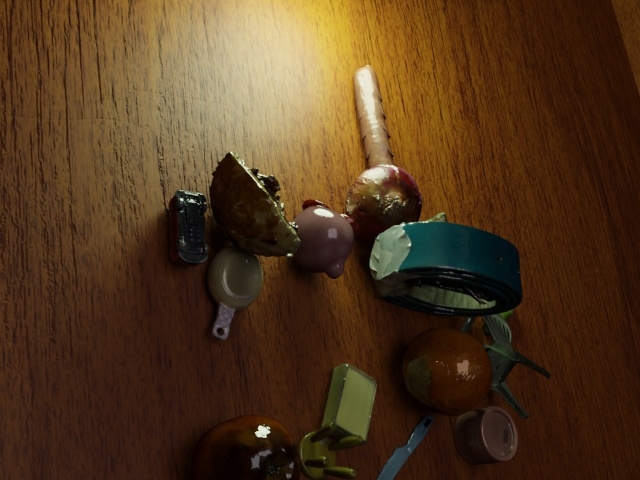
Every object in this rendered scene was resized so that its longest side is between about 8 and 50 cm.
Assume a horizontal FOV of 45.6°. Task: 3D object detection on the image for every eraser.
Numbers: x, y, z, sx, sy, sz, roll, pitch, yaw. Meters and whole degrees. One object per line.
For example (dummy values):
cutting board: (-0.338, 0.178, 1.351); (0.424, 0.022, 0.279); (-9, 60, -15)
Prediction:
eraser: (0.070, 0.403, 1.868); (0.117, 0.058, 0.172); (35, 50, -28)

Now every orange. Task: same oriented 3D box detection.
orange: (0.329, 0.342, 1.993); (0.240, 0.240, 0.239); (17, 62, -34)

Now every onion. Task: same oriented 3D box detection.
onion: (0.188, -0.097, 2.089); (0.230, 0.163, 0.229); (2, 85, -24)

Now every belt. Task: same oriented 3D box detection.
belt: (0.344, 0.088, 2.066); (0.437, 0.300, 0.173); (18, 59, -22)

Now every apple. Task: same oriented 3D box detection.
apple: (-0.150, 0.468, 1.561); (0.230, 0.230, 0.229); (17, 62, -34)

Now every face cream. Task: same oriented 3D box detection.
face cream: (0.456, 0.538, 2.098); (0.149, 0.104, 0.149); (16, 62, -33)

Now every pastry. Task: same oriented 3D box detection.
pastry: (-0.169, -0.067, 1.764); (0.256, 0.170, 0.237); (59, 8, 28)

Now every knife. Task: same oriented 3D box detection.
knife: (0.210, 0.548, 1.954); (0.044, 0.019, 0.313); (49, 49, -2)

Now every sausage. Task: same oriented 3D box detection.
sausage: (0.160, -0.324, 2.243); (0.088, 0.088, 0.432); (3, 69, -39)

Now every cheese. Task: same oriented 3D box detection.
cheese: (-0.208, 0.123, 1.762); (0.137, 0.064, 0.227); (29, 57, -25)

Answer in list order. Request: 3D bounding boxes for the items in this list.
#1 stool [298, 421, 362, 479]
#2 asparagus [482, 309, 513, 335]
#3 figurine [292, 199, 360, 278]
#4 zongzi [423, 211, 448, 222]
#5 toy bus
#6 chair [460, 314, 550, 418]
stool: (0.021, 0.491, 1.759); (0.134, 0.110, 0.135); (-19, 83, -42)
asparagus: (0.557, 0.238, 2.355); (0.045, 0.041, 0.178); (38, 43, 20)
figurine: (0.000, 0.000, 1.915); (0.173, 0.173, 0.173); (17, 62, -34)
zongzi: (0.357, -0.037, 2.313); (0.083, 0.040, 0.076); (-29, 97, -31)
toy bus: (-0.305, -0.022, 1.733); (0.079, 0.077, 0.174); (10, 66, -36)
chair: (0.506, 0.335, 2.171); (0.203, 0.190, 0.274); (26, 13, -30)
